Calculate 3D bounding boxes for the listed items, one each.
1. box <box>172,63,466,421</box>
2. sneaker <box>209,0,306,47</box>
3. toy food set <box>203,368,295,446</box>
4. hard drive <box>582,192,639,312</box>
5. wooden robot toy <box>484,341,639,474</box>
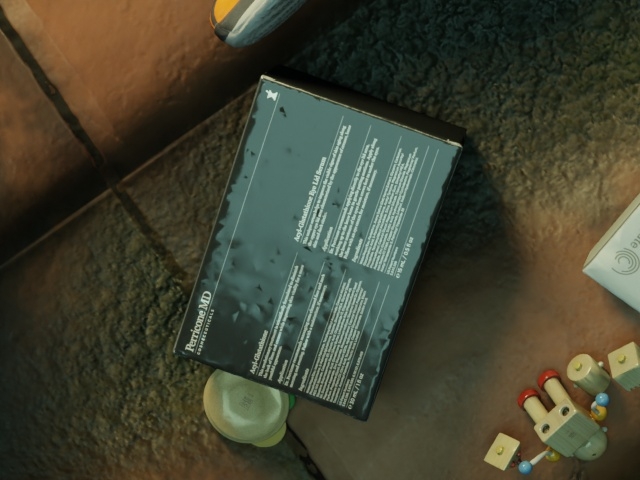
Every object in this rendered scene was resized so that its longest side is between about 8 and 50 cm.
[{"bbox_3d":[0.000,0.000,1.728,0.184,0.103,0.261,19,103,1],"label":"box"},{"bbox_3d":[-0.035,-0.331,1.672,0.180,0.124,0.321,35,93,5],"label":"sneaker"},{"bbox_3d":[-0.066,0.146,1.807,0.083,0.020,0.082,16,102,6],"label":"toy food set"},{"bbox_3d":[0.427,0.048,1.656,0.353,0.047,0.233,36,130,1],"label":"hard drive"},{"bbox_3d":[0.231,0.159,1.756,0.173,0.076,0.079,-43,127,13],"label":"wooden robot toy"}]
